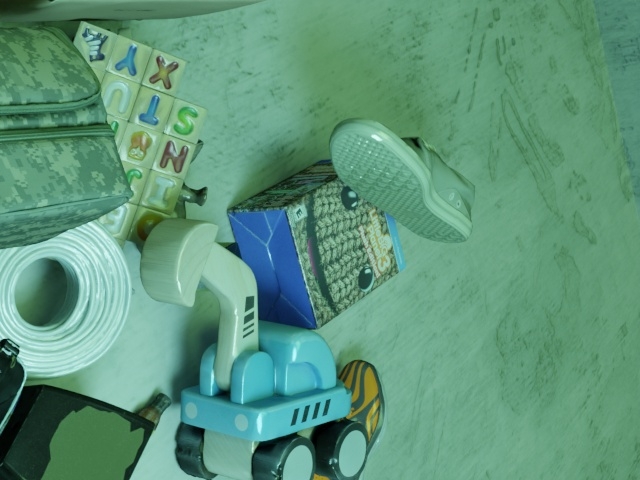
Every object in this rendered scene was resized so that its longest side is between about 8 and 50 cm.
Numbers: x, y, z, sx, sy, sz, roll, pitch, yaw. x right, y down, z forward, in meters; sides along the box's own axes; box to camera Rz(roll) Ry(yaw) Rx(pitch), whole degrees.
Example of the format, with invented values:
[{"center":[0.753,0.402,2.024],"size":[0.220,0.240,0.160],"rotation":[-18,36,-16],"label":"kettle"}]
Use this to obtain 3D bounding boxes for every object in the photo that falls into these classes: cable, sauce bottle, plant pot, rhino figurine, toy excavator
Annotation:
[{"center":[-0.391,0.073,1.562],"size":[0.257,0.089,0.257],"rotation":[-42,118,-25],"label":"cable"},{"center":[-0.280,0.294,1.767],"size":[0.128,0.042,0.042],"rotation":[-49,125,-38],"label":"sauce bottle"},{"center":[-0.375,0.297,1.552],"size":[0.167,0.188,0.187],"rotation":[40,58,-29],"label":"plant pot"},{"center":[-0.235,-0.074,1.796],"size":[0.106,0.073,0.243],"rotation":[6,81,-7],"label":"rhino figurine"},{"center":[-0.118,0.182,1.796],"size":[0.433,0.222,0.445],"rotation":[-4,97,-52],"label":"toy excavator"}]

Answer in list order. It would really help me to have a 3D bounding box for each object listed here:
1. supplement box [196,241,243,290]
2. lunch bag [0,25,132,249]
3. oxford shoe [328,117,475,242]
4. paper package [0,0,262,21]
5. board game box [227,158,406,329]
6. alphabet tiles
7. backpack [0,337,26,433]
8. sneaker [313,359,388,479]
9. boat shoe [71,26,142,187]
[{"center":[-0.186,0.043,1.858],"size":[0.083,0.083,0.056],"rotation":[-32,114,-47],"label":"supplement box"},{"center":[-0.397,-0.126,1.279],"size":[0.305,0.213,0.256],"rotation":[-13,83,-52],"label":"lunch bag"},{"center":[0.153,-0.126,1.997],"size":[0.449,0.169,0.130],"rotation":[34,65,-53],"label":"oxford shoe"},{"center":[-0.274,-0.389,1.517],"size":[0.325,0.309,0.168],"rotation":[-9,98,-34],"label":"paper package"},{"center":[0.000,0.000,2.042],"size":[0.291,0.141,0.232],"rotation":[-33,113,-47],"label":"board game box"},{"center":[-0.324,-0.128,1.628],"size":[0.285,0.011,0.342],"rotation":[18,94,-31],"label":"alphabet tiles"},{"center":[-0.514,0.212,1.364],"size":[0.225,0.191,0.253],"rotation":[47,47,-36],"label":"backpack"},{"center":[0.018,0.362,2.066],"size":[0.180,0.125,0.321],"rotation":[30,66,-47],"label":"sneaker"},{"center":[-0.317,-0.168,1.699],"size":[0.091,0.109,0.305],"rotation":[-5,109,-11],"label":"boat shoe"}]
